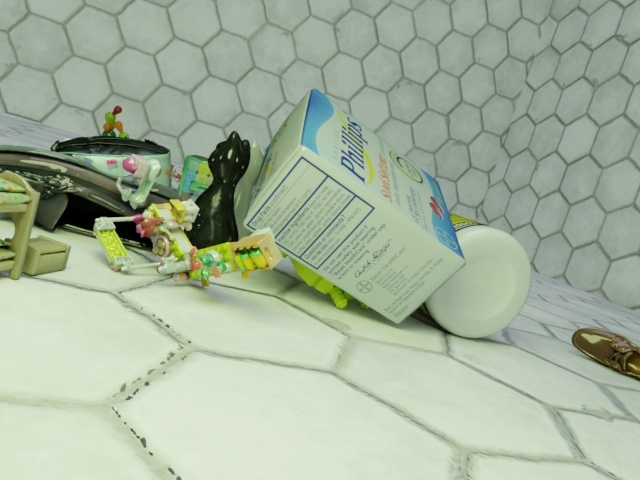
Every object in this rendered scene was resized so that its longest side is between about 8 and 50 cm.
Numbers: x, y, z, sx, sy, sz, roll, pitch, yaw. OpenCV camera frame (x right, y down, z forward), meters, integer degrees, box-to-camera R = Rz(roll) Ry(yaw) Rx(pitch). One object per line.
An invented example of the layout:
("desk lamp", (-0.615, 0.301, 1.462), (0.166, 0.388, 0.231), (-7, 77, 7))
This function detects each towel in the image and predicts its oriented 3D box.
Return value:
("towel", (-0.456, -0.228, 1.639), (0.197, 0.029, 0.144), (57, -10, -19))

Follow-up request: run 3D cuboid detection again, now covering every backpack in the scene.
("backpack", (-0.351, -0.110, 0.936), (0.188, 0.144, 0.166), (-10, 16, -20))

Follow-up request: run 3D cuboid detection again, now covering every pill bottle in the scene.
("pill bottle", (0.221, 0.039, 1.014), (0.188, 0.187, 0.334), (15, 8, -17))

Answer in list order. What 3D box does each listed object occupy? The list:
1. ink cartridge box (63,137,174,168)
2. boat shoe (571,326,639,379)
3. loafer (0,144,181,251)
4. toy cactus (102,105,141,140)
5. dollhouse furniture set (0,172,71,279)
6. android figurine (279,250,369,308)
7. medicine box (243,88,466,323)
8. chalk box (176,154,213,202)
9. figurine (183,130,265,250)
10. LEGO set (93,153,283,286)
("ink cartridge box", (-0.399, -0.120, 1.051), (0.198, 0.115, 0.067), (16, 8, -13))
("boat shoe", (0.555, 0.211, 0.994), (0.178, 0.064, 0.060), (24, 8, 30))
("loafer", (-0.344, -0.051, 0.758), (0.303, 0.095, 0.109), (12, -35, -30))
("toy cactus", (-0.573, -0.253, 1.529), (0.181, 0.219, 0.112), (-19, 20, 18))
("dollhouse furniture set", (-0.365, -0.033, 0.529), (0.161, 0.101, 0.182), (18, 7, 8))
("android figurine", (0.000, 0.000, 0.905), (0.248, 0.056, 0.273), (8, 44, -49))
("medicine box", (0.052, -0.062, 0.842), (0.289, 0.149, 0.263), (34, 27, -17))
("chalk box", (-0.308, -0.154, 1.464), (0.132, 0.132, 0.213), (16, 7, -9))
("figurine", (-0.147, -0.071, 0.899), (0.092, 0.209, 0.215), (18, 7, 3))
("LEGO set", (-0.185, 0.001, 0.667), (0.287, 0.132, 0.107), (31, 23, 34))
